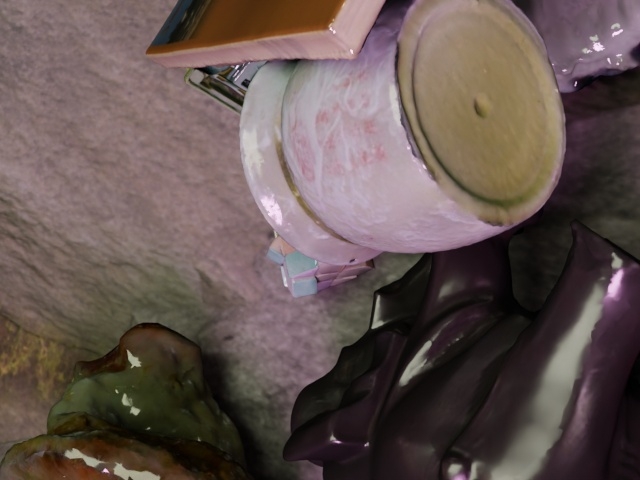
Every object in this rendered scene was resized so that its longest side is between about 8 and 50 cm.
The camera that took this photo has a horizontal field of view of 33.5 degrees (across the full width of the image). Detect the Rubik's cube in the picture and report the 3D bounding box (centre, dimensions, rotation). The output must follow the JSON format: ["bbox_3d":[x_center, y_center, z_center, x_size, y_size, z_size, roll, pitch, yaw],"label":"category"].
[{"bbox_3d":[-0.002,-0.001,0.848,0.084,0.073,0.075,-40,61,22],"label":"Rubik's cube"}]

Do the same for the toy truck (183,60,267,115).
[{"bbox_3d":[-0.014,-0.232,0.882,0.259,0.128,0.135,-46,45,17],"label":"toy truck"}]

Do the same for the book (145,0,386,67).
[{"bbox_3d":[0.004,-0.227,0.669,0.263,0.028,0.374,-61,23,-4],"label":"book"}]

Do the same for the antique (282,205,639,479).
[{"bbox_3d":[0.115,0.104,0.669,0.255,0.185,0.322,-57,31,12],"label":"antique"}]

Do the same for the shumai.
[{"bbox_3d":[-0.108,0.207,0.855,0.222,0.204,0.272,-27,101,28],"label":"shumai"}]

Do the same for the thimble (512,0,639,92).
[{"bbox_3d":[0.137,-0.196,0.707,0.237,0.237,0.150,-30,65,25],"label":"thimble"}]

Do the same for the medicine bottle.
[{"bbox_3d":[0.045,-0.063,0.615,0.143,0.147,0.147,-15,70,50],"label":"medicine bottle"}]
